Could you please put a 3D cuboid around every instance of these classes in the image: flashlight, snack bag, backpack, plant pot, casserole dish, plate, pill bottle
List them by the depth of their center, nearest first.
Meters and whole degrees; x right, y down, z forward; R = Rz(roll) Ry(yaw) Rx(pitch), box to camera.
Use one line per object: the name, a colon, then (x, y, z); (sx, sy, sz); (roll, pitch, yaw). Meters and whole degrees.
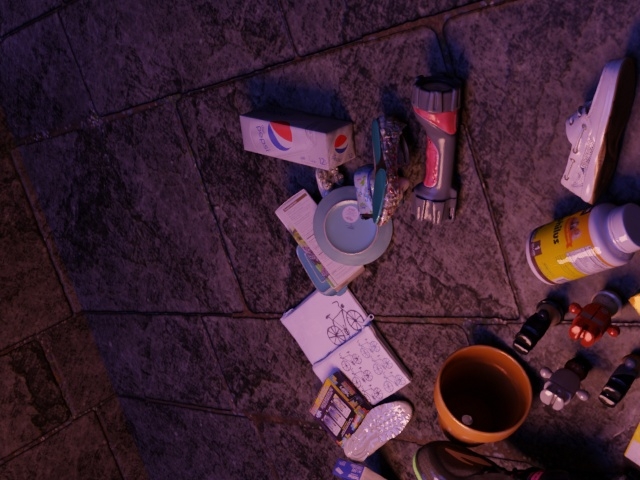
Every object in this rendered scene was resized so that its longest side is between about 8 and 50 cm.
pill bottle: (0.489, 0.003, 1.647); (0.215, 0.117, 0.117); (-26, 92, 50)
flashlight: (0.227, -0.182, 1.835); (0.103, 0.103, 0.304); (-129, 33, -50)
plant pot: (0.339, 0.360, 1.975); (0.205, 0.205, 0.188); (44, 154, 20)
backpack: (0.130, -0.113, 1.976); (0.084, 0.105, 0.114); (-3, 107, 42)
plate: (0.071, -0.031, 2.067); (0.188, 0.024, 0.188); (2, 100, 13)
casserole dish: (0.001, 0.057, 2.244); (0.114, 0.037, 0.188); (-43, 72, 43)
snack bag: (0.055, 0.277, 2.337); (0.343, 0.037, 0.323); (56, 141, 7)

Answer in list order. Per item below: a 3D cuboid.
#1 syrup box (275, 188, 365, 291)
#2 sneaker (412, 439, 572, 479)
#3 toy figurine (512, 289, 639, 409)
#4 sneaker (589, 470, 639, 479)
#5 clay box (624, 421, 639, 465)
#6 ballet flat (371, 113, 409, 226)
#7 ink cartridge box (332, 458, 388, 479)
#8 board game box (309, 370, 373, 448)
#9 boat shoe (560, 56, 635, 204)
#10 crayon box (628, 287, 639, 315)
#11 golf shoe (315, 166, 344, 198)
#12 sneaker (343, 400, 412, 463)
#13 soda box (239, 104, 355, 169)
syrup box: (0.000, 0.000, 2.159); (0.237, 0.096, 0.093); (52, 180, 10)
sneaker: (0.419, 0.524, 1.862); (0.482, 0.185, 0.202); (23, 126, 26)
toy figurine: (0.505, 0.211, 1.743); (0.213, 0.148, 0.210); (-20, 103, 48)
sneaker: (0.644, 0.535, 1.809); (0.276, 0.097, 0.135); (-8, 109, 50)
clay box: (0.675, 0.360, 1.709); (0.127, 0.053, 0.222); (34, 132, 30)
ballet flat: (0.150, -0.148, 1.886); (0.091, 0.077, 0.241); (148, 124, -75)
ink cartridge box: (0.132, 0.636, 2.365); (0.097, 0.046, 0.207); (4, 153, 45)
board game box: (0.053, 0.448, 2.378); (0.141, 0.048, 0.170); (46, 140, 21)
boat shoe: (0.470, -0.195, 1.568); (0.096, 0.098, 0.277); (29, 132, 32)
crayon box: (0.685, 0.099, 1.523); (0.165, 0.081, 0.278); (56, 140, 6)
golf shoe: (0.035, -0.104, 2.130); (0.086, 0.069, 0.176); (-150, 40, -69)
sneaker: (0.156, 0.478, 2.315); (0.235, 0.094, 0.090); (-44, 72, 30)
soda box: (-0.057, -0.243, 2.103); (0.286, 0.098, 0.091); (18, 124, 40)
